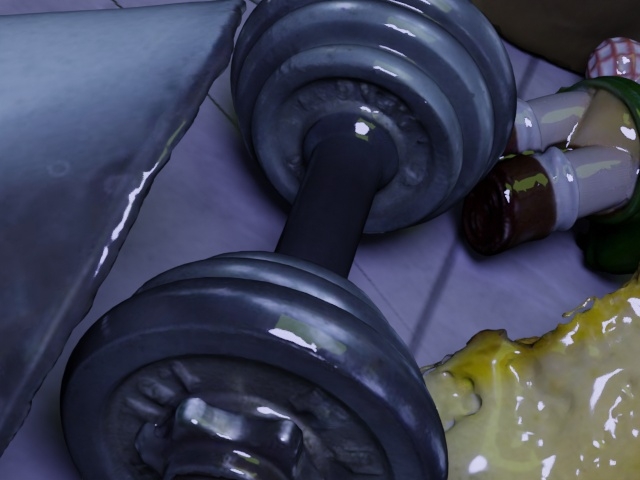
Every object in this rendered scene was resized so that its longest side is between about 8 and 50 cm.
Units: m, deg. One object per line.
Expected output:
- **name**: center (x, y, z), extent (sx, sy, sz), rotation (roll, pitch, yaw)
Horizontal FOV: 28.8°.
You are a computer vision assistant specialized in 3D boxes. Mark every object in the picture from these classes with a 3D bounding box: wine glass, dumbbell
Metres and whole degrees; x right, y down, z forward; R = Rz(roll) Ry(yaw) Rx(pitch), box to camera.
- **wine glass**: center (-0.265, -0.075, 0.504), extent (0.406, 0.267, 0.267), rotation (27, 43, -8)
- **dumbbell**: center (0.000, 0.000, 0.649), extent (0.179, 0.179, 0.406), rotation (27, 41, -6)

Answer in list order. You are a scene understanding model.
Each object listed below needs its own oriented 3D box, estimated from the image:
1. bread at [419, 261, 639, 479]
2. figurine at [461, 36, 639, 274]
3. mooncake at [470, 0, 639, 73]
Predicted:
- **bread**: center (0.179, 0.104, 0.710), extent (0.174, 0.252, 0.133), rotation (57, 5, 25)
- **figurine**: center (0.260, -0.061, 0.881), extent (0.370, 0.167, 0.281), rotation (-7, 51, -24)
- **mooncake**: center (0.261, -0.315, 1.078), extent (0.378, 0.201, 0.378), rotation (16, 47, -18)
